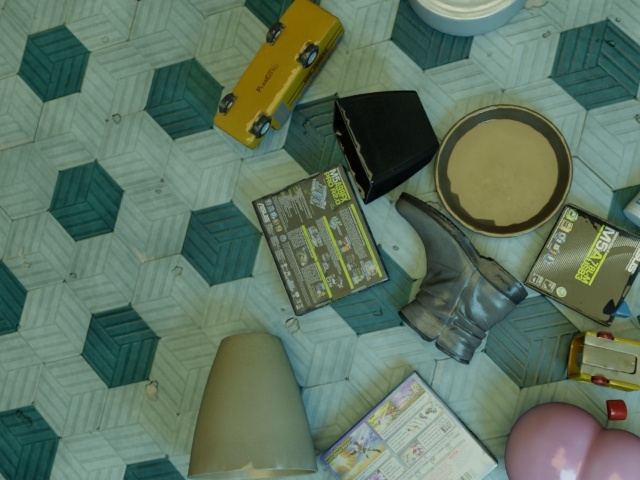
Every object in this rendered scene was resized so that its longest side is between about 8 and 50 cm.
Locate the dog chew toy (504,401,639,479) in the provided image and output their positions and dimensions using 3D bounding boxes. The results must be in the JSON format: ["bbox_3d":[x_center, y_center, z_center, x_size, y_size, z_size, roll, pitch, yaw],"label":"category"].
[{"bbox_3d":[0.506,0.421,1.285,0.331,0.206,0.207,14,88,39],"label":"dog chew toy"}]

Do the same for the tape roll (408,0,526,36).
[{"bbox_3d":[0.309,-0.581,1.498,0.286,0.100,0.286,-1,86,12],"label":"tape roll"}]

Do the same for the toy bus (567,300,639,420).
[{"bbox_3d":[0.576,0.239,1.367,0.191,0.104,0.202,-31,78,-8],"label":"toy bus"}]

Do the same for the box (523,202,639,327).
[{"bbox_3d":[0.532,0.048,1.430,0.184,0.045,0.191,29,92,13],"label":"box"}]

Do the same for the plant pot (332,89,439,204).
[{"bbox_3d":[0.137,-0.205,1.467,0.167,0.188,0.187,-22,81,-3],"label":"plant pot"}]

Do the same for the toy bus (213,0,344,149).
[{"bbox_3d":[-0.088,-0.354,1.542,0.108,0.130,0.333,35,93,11],"label":"toy bus"}]

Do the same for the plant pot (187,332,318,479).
[{"bbox_3d":[-0.137,0.336,1.458,0.256,0.256,0.274,-7,68,11],"label":"plant pot"}]

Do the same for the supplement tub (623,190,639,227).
[{"bbox_3d":[0.657,-0.078,1.402,0.071,0.071,0.107,42,93,11],"label":"supplement tub"}]

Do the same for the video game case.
[{"bbox_3d":[0.178,0.445,1.460,0.269,0.061,0.244,-43,80,5],"label":"video game case"}]

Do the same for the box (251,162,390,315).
[{"bbox_3d":[0.000,0.000,1.533,0.216,0.060,0.270,-23,82,8],"label":"box"}]

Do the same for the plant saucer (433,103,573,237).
[{"bbox_3d":[0.375,-0.142,1.479,0.277,0.041,0.278,-1,85,11],"label":"plant saucer"}]

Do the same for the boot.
[{"bbox_3d":[0.229,0.077,1.458,0.338,0.118,0.223,44,100,16],"label":"boot"}]
